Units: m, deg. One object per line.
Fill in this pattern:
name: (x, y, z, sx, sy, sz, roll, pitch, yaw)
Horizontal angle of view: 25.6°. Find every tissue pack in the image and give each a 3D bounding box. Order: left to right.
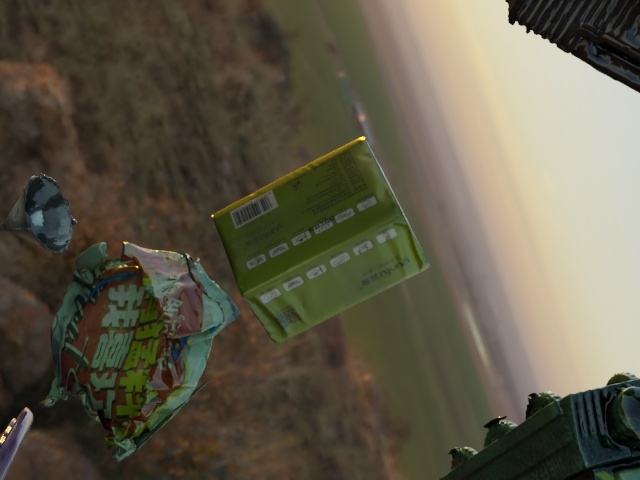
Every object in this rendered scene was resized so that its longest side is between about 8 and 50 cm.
tissue pack: (0.000, 0.000, 2.201, 0.167, 0.274, 0.200, 60, 4, -48)

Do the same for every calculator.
calculator: (-0.440, 0.340, 1.790, 0.043, 0.294, 0.194, 31, 9, -6)

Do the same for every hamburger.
hamburger: (-0.223, 0.131, 1.791, 0.150, 0.260, 0.276, 19, 4, -45)

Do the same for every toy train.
toy train: (0.226, 0.238, 1.285, 0.330, 0.138, 0.178, 129, -51, -59)

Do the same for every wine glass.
wine glass: (-0.467, -0.016, 2.068, 0.122, 0.183, 0.122, 44, 37, -47)

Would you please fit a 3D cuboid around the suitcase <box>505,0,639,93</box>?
suitcase: (0.335, -0.292, 1.223, 0.229, 0.335, 0.152, 28, 27, -4)
